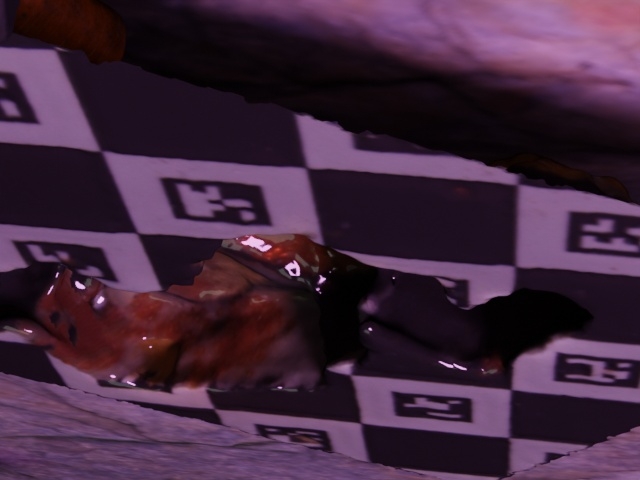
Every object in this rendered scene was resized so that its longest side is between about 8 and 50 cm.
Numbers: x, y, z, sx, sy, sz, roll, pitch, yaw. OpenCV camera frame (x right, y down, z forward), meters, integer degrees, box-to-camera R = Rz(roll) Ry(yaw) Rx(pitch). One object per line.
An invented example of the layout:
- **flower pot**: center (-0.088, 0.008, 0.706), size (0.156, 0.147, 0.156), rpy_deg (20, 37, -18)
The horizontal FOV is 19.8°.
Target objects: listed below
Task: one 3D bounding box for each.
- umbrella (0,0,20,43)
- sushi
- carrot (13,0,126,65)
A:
- **umbrella**: center (-0.203, -0.068, 0.406), size (0.272, 0.122, 0.110), rpy_deg (3, -159, -6)
- **sushi**: center (0.000, 0.000, 0.613), size (0.294, 0.059, 0.292), rpy_deg (16, 156, -17)
- **carrot**: center (-0.085, -0.067, 0.484), size (0.032, 0.032, 0.093), rpy_deg (-3, 165, 27)
